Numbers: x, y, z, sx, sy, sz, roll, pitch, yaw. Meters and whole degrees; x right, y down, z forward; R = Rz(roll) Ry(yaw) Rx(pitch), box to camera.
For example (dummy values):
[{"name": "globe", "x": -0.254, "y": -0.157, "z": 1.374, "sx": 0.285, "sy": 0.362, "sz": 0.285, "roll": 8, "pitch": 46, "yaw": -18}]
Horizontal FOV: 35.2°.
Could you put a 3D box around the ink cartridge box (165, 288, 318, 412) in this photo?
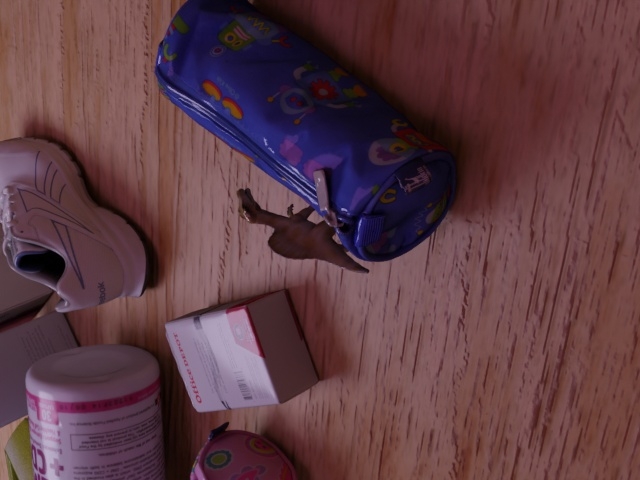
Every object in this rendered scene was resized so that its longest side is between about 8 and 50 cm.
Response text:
[{"name": "ink cartridge box", "x": -0.088, "y": 0.121, "z": 1.091, "sx": 0.150, "sy": 0.063, "sz": 0.109, "roll": -15, "pitch": 96, "yaw": 47}]

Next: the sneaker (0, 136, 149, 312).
[{"name": "sneaker", "x": -0.336, "y": -0.026, "z": 1.223, "sx": 0.297, "sy": 0.129, "sz": 0.111, "roll": 39, "pitch": 132, "yaw": 28}]

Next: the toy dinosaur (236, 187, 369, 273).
[{"name": "toy dinosaur", "x": 0.000, "y": 0.000, "z": 0.931, "sx": 0.183, "sy": 0.092, "sz": 0.053, "roll": 29, "pitch": 129, "yaw": 37}]

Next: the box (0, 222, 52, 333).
[{"name": "box", "x": -0.502, "y": 0.095, "z": 1.420, "sx": 0.127, "sy": 0.148, "sz": 0.232, "roll": 57, "pitch": 136, "yaw": 10}]

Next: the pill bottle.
[{"name": "pill bottle", "x": -0.271, "y": 0.285, "z": 1.247, "sx": 0.160, "sy": 0.160, "sz": 0.283, "roll": 10, "pitch": 107, "yaw": 41}]

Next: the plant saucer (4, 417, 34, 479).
[{"name": "plant saucer", "x": -0.424, "y": 0.388, "z": 1.498, "sx": 0.188, "sy": 0.045, "sz": 0.188, "roll": 33, "pitch": 130, "yaw": 55}]

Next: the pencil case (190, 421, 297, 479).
[{"name": "pencil case", "x": -0.119, "y": 0.345, "z": 1.172, "sx": 0.124, "sy": 0.124, "sz": 0.284, "roll": 40, "pitch": 132, "yaw": 25}]

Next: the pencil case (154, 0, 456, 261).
[{"name": "pencil case", "x": -0.021, "y": -0.103, "z": 0.884, "sx": 0.306, "sy": 0.133, "sz": 0.119, "roll": 41, "pitch": 135, "yaw": 26}]

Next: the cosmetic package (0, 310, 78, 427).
[{"name": "cosmetic package", "x": -0.427, "y": 0.187, "z": 1.325, "sx": 0.085, "sy": 0.231, "sz": 0.117, "roll": -27, "pitch": 87, "yaw": 47}]
